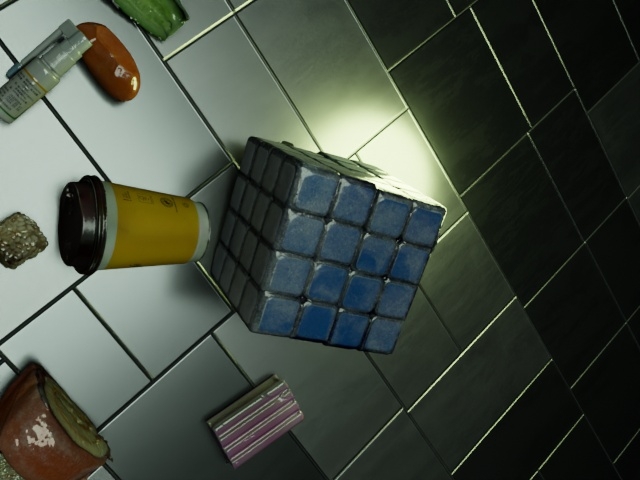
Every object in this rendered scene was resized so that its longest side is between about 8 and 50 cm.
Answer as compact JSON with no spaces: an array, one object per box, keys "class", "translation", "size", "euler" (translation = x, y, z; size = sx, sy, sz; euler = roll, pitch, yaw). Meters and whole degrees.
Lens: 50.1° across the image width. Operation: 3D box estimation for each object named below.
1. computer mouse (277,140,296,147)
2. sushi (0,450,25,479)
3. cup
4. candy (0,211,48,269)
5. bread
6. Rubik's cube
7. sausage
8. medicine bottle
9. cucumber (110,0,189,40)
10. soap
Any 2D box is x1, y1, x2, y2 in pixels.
[{"class":"computer mouse","translation":[-0.079,-0.149,1.577],"size":[0.099,0.057,0.172],"euler":[-18,112,-13]},{"class":"sushi","translation":[-0.637,0.442,1.311],"size":[0.150,0.078,0.091],"euler":[-7,96,-26]},{"class":"cup","translation":[-0.373,-0.025,1.370],"size":[0.279,0.196,0.197],"euler":[4,91,-37]},{"class":"candy","translation":[-0.586,0.003,1.310],"size":[0.095,0.085,0.110],"euler":[50,61,-15]},{"class":"bread","translation":[-0.517,0.378,1.317],"size":[0.123,0.190,0.244],"euler":[-37,113,-7]},{"class":"Rubik's cube","translation":[0.000,0.000,1.436],"size":[0.337,0.344,0.345],"euler":[13,102,-26]},{"class":"sausage","translation":[-0.426,-0.363,1.370],"size":[0.089,0.089,0.179],"euler":[-40,103,-20]},{"class":"medicine bottle","translation":[-0.538,-0.325,1.304],"size":[0.220,0.061,0.092],"euler":[-41,73,-2]},{"class":"cucumber","translation":[-0.359,-0.508,1.400],"size":[0.115,0.086,0.193],"euler":[-33,117,24]},{"class":"soap","translation":[-0.149,0.414,1.575],"size":[0.203,0.065,0.122],"euler":[-31,107,-23]}]
